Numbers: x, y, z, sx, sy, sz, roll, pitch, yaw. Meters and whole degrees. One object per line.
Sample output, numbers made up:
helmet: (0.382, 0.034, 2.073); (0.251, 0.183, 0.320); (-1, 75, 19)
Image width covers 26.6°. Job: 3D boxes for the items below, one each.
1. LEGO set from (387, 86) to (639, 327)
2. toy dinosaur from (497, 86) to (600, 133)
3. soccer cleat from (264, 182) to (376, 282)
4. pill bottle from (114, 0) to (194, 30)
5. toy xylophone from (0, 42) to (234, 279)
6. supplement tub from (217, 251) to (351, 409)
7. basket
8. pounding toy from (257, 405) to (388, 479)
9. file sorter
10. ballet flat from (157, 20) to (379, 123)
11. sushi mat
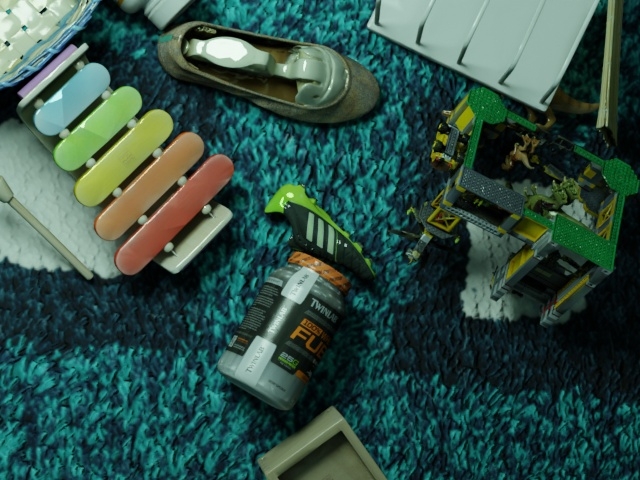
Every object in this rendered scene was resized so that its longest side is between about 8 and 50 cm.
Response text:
LEGO set: (0.263, -0.035, 1.876); (0.331, 0.192, 0.255); (21, 51, -15)
toy dinosaur: (0.325, -0.203, 1.933); (0.211, 0.064, 0.112); (26, 79, -11)
soccer cleat: (0.000, 0.000, 1.840); (0.072, 0.060, 0.179); (-44, 91, -4)
pill bottle: (-0.254, -0.380, 1.768); (0.215, 0.117, 0.117); (46, 77, -7)
toy xylophone: (-0.272, -0.081, 1.732); (0.323, 0.081, 0.236); (41, 79, -25)
supplement tub: (-0.043, 0.118, 1.784); (0.117, 0.117, 0.190); (32, 79, -10)
basket: (-0.388, -0.302, 1.638); (0.201, 0.289, 0.255); (47, 73, -12)
pounding toy: (-0.011, 0.356, 1.793); (0.206, 0.094, 0.181); (-35, 100, -5)
file sorter: (0.230, -0.328, 1.823); (0.278, 0.173, 0.193); (26, 87, 2)
ballet flat: (-0.061, -0.226, 1.812); (0.316, 0.106, 0.107); (8, 84, -14)
sushi mat: (0.417, -0.297, 1.921); (0.019, 0.151, 0.316); (2, 81, 18)
